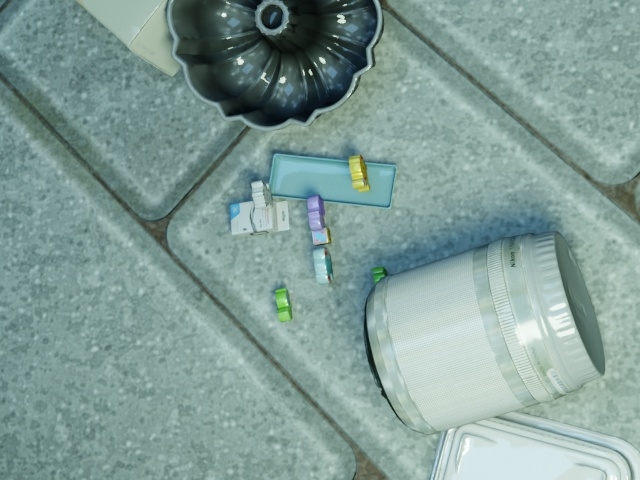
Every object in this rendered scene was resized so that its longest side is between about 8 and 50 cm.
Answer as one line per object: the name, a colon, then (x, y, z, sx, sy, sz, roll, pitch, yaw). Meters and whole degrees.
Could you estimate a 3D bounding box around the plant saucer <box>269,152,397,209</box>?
plant saucer: (0.018, -0.086, 1.949, 0.192, 0.018, 0.067, 6, 81, 18)

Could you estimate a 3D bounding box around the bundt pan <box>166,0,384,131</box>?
bundt pan: (-0.054, -0.325, 1.948, 0.330, 0.124, 0.331, 1, 95, 16)

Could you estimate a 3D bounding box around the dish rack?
dish rack: (0.258, 0.397, 1.738, 0.285, 0.072, 0.333, 13, 84, 21)

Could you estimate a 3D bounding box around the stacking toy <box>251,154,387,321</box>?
stacking toy: (0.000, 0.000, 1.905, 0.166, 0.052, 0.221, -11, 84, 13)

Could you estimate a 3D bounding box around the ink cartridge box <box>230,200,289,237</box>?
ink cartridge box: (-0.091, -0.035, 1.976, 0.083, 0.028, 0.048, -9, 76, 17)

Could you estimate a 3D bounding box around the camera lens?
camera lens: (0.209, 0.122, 1.726, 0.274, 0.219, 0.219, -19, 73, 18)

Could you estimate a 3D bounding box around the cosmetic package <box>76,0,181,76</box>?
cosmetic package: (-0.331, -0.406, 2.074, 0.309, 0.160, 0.113, 43, 96, 23)
